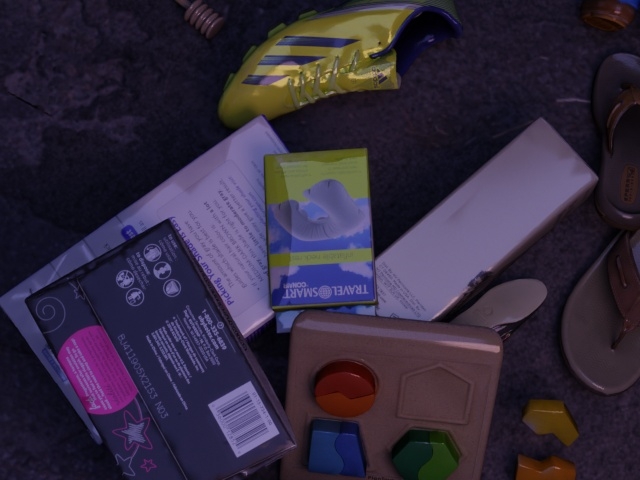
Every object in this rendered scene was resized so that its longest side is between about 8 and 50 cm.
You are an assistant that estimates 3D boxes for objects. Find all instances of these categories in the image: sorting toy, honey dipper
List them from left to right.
[{"bbox_3d":[-0.175,-0.286,1.693,0.160,0.030,0.030,41,82,8],"label":"honey dipper"},{"bbox_3d":[0.115,0.187,1.542,0.307,0.041,0.229,6,122,1],"label":"sorting toy"}]

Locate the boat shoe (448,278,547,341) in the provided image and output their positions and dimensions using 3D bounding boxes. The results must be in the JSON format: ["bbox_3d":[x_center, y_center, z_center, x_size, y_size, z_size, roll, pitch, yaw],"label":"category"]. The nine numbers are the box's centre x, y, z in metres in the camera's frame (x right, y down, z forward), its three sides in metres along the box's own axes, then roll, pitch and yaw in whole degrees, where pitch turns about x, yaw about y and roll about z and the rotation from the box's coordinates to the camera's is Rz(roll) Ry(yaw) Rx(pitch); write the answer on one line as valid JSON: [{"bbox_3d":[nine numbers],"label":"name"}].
[{"bbox_3d":[0.185,0.086,1.623,0.133,0.042,0.049,-33,56,-6],"label":"boat shoe"}]

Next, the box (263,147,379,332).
[{"bbox_3d":[0.000,0.000,1.528,0.109,0.042,0.178,-4,81,3],"label":"box"}]

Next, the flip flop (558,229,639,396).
[{"bbox_3d":[0.350,0.037,1.610,0.112,0.080,0.277,36,82,6],"label":"flip flop"}]

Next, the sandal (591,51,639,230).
[{"bbox_3d":[0.333,-0.116,1.628,0.090,0.060,0.219,11,61,4],"label":"sandal"}]

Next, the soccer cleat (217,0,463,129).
[{"bbox_3d":[0.023,-0.195,1.639,0.289,0.093,0.121,-33,68,-8],"label":"soccer cleat"}]

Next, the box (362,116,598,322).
[{"bbox_3d":[0.158,0.000,1.602,0.275,0.113,0.094,-40,80,-5],"label":"box"}]

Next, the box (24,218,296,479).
[{"bbox_3d":[-0.150,0.128,1.461,0.163,0.142,0.247,-29,87,-7],"label":"box"}]

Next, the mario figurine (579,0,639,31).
[{"bbox_3d":[0.403,-0.372,1.685,0.198,0.170,0.321,20,91,-33],"label":"mario figurine"}]

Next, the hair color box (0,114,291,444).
[{"bbox_3d":[-0.144,0.044,1.596,0.339,0.110,0.185,-35,84,-7],"label":"hair color box"}]
